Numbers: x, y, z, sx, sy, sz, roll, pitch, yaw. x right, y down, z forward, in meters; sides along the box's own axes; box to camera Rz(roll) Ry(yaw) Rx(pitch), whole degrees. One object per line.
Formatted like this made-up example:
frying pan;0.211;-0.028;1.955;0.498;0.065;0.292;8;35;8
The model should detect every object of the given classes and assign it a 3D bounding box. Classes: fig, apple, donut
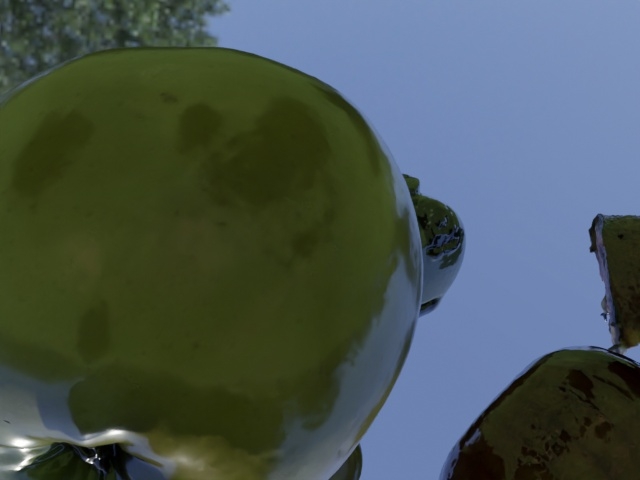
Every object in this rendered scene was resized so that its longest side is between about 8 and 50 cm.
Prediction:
fig;0.215;0.209;1.031;0.214;0.235;0.235;18;-151;9
apple;-0.080;0.029;0.613;0.262;0.262;0.262;9;-151;-5
donut;0.379;0.045;1.386;0.126;0.144;0.186;-6;-172;5

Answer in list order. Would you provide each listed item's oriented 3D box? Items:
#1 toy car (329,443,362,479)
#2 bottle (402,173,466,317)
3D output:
toy car;-0.057;0.251;1.010;0.226;0.336;0.242;-16;-170;0
bottle;0.000;-0.002;1.317;0.347;0.169;0.168;8;-160;41
